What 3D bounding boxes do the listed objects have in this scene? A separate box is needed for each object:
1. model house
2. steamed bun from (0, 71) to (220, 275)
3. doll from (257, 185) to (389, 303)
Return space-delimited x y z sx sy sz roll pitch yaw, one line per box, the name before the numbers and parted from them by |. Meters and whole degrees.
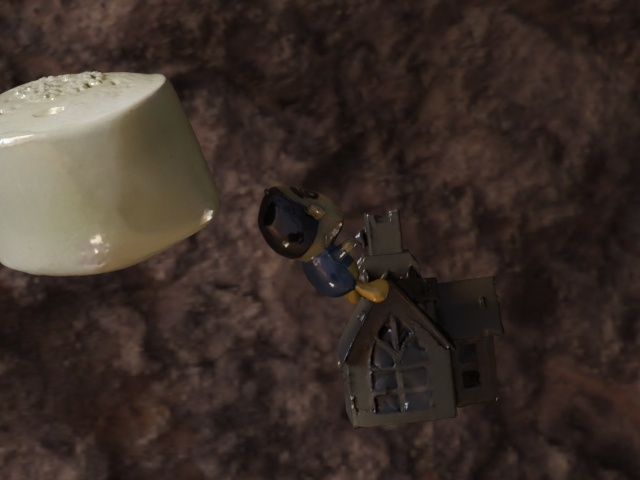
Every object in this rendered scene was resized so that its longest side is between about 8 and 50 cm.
model house | 0.113 0.081 1.705 0.204 0.211 0.243 -7 -85 2
steamed bun | -0.240 -0.058 1.395 0.155 0.250 0.200 -55 -46 -57
doll | 0.000 0.000 1.554 0.179 0.102 0.089 42 -114 -24
